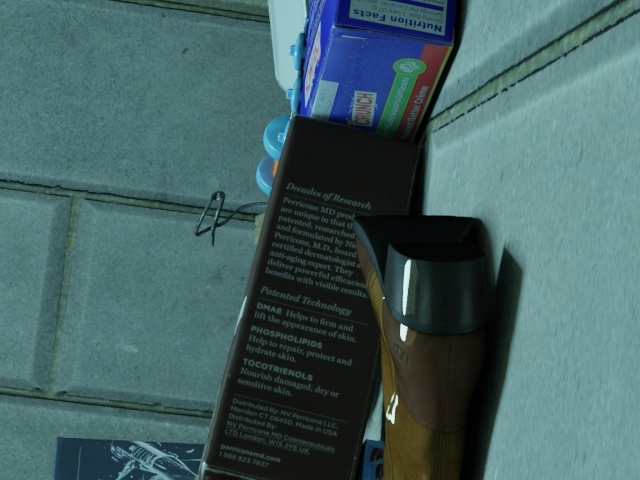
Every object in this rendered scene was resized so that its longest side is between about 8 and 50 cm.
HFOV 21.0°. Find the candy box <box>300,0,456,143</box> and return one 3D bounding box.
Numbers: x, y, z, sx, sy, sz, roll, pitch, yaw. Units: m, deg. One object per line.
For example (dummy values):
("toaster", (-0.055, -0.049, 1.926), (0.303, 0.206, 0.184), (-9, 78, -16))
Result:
("candy box", (0.059, -0.270, 1.672), (0.268, 0.122, 0.317), (112, 165, -67))

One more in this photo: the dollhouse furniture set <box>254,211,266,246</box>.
("dollhouse furniture set", (-0.010, 0.012, 2.579), (0.151, 0.123, 0.144), (62, -170, -22))

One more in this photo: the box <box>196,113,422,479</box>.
("box", (-0.015, 0.094, 1.620), (0.191, 0.143, 0.381), (108, 178, -58))

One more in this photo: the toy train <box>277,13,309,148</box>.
("toy train", (0.003, -0.163, 1.904), (0.105, 0.080, 0.184), (-66, -16, -73))

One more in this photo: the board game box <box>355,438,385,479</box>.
("board game box", (0.035, 0.302, 1.558), (0.160, 0.039, 0.212), (110, 166, -69))

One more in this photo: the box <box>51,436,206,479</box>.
("box", (-0.174, 0.425, 2.048), (0.179, 0.312, 0.343), (98, 172, -45))

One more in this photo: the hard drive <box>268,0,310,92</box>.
("hard drive", (-0.022, -0.265, 2.094), (0.307, 0.040, 0.203), (-126, 30, -73))

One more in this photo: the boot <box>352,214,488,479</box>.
("boot", (0.077, 0.127, 1.274), (0.264, 0.096, 0.281), (-134, 44, -74))

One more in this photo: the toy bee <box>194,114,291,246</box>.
("toy bee", (-0.011, -0.073, 2.209), (0.298, 0.162, 0.195), (-58, -10, -15))
